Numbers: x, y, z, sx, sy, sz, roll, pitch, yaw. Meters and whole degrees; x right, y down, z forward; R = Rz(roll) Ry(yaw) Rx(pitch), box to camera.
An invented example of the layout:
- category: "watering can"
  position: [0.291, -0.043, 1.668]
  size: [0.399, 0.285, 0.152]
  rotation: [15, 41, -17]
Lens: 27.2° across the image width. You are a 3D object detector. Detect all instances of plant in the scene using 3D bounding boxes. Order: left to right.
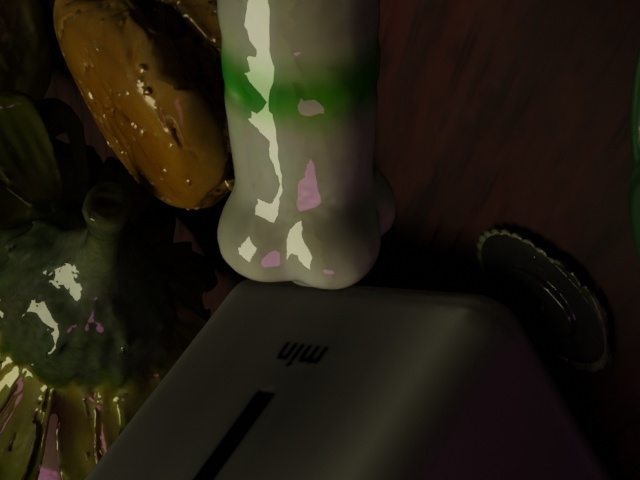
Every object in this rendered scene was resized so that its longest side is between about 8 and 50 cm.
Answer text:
- category: "plant"
  position: [-0.159, 0.011, 0.895]
  size: [0.306, 0.261, 0.297]
  rotation: [21, 126, -7]

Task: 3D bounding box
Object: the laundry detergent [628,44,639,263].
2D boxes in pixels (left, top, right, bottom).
- category: "laundry detergent"
  position: [0.141, -0.037, 0.346]
  size: [0.137, 0.063, 0.211]
  rotation: [49, 160, 31]

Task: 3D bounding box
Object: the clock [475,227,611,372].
- category: "clock"
  position: [0.101, 0.026, 0.609]
  size: [0.083, 0.010, 0.074]
  rotation: [36, 154, 38]

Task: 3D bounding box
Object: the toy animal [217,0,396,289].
- category: "toy animal"
  position: [0.004, -0.152, 0.310]
  size: [0.363, 0.181, 0.180]
  rotation: [64, 166, -24]

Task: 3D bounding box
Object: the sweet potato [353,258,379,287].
- category: "sweet potato"
  position: [0.000, 0.000, 0.718]
  size: [0.067, 0.067, 0.274]
  rotation: [41, 151, 31]

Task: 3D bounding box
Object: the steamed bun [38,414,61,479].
- category: "steamed bun"
  position: [-0.262, 0.176, 1.324]
  size: [0.309, 0.309, 0.309]
  rotation: [44, 158, 23]

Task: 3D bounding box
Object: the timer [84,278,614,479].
- category: "timer"
  position: [0.014, 0.153, 0.656]
  size: [0.194, 0.195, 0.192]
  rotation: [1, 135, 45]

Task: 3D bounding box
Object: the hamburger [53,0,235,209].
- category: "hamburger"
  position: [-0.083, -0.084, 0.734]
  size: [0.147, 0.083, 0.138]
  rotation: [38, 160, 43]

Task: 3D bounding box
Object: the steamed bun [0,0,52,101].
- category: "steamed bun"
  position: [-0.324, -0.189, 0.967]
  size: [0.232, 0.166, 0.273]
  rotation: [38, 155, 32]
